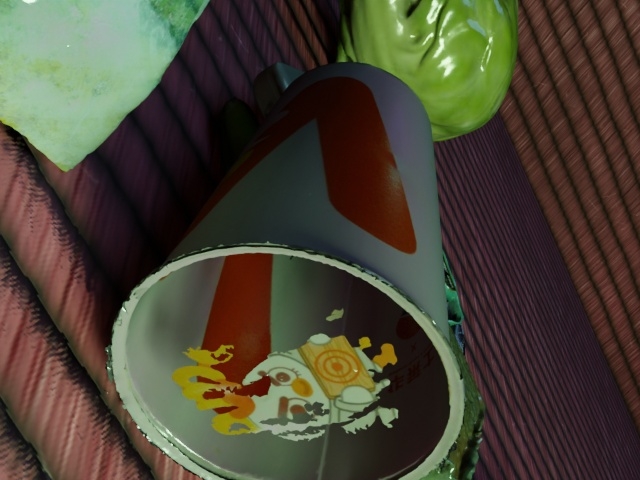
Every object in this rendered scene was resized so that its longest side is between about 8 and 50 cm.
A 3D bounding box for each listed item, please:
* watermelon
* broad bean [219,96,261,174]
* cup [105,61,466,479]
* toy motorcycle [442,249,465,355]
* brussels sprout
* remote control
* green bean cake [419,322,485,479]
[{"bbox_3d":[-0.155,-0.196,0.462,0.260,0.256,0.176,64,-24,9],"label":"watermelon"},{"bbox_3d":[-0.042,-0.008,0.693,0.065,0.046,0.255,7,64,-52],"label":"broad bean"},{"bbox_3d":[0.000,0.000,0.556,0.203,0.203,0.288,58,27,-26],"label":"cup"},{"bbox_3d":[0.139,0.074,1.046,0.100,0.058,0.173,18,52,-55],"label":"toy motorcycle"},{"bbox_3d":[0.139,-0.273,1.090,0.328,0.247,0.328,-7,90,-85],"label":"brussels sprout"},{"bbox_3d":[-0.009,-0.125,0.835,0.090,0.038,0.309,65,11,-2],"label":"remote control"},{"bbox_3d":[0.076,0.137,0.773,0.173,0.094,0.181,63,22,-12],"label":"green bean cake"}]
